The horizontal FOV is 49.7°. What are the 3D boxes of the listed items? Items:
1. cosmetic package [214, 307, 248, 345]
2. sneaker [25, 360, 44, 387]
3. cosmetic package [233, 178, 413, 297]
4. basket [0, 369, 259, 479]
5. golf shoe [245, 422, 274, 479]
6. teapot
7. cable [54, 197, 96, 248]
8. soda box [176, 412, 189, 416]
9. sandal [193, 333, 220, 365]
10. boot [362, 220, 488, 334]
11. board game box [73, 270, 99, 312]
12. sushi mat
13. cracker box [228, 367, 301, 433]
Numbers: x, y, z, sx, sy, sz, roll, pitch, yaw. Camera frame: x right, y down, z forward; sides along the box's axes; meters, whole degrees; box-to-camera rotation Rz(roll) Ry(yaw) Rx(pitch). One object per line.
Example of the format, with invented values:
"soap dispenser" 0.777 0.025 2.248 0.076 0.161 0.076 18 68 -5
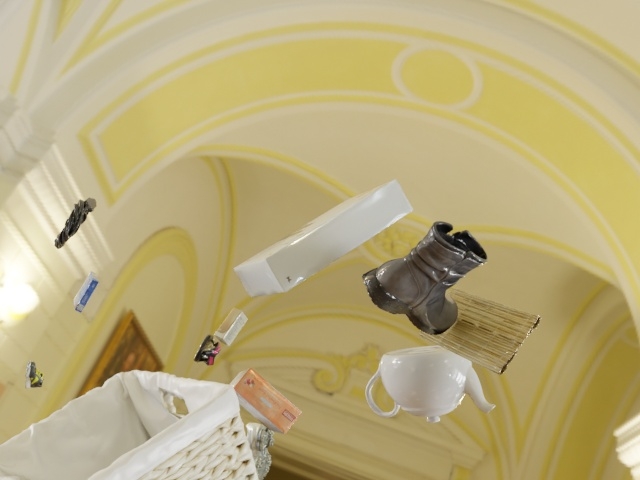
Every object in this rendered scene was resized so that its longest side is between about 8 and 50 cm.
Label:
"cosmetic package" -0.299 0.289 2.319 0.041 0.115 0.060 20 -27 30
"sneaker" -0.579 0.271 1.404 0.035 0.031 0.083 7 -42 -18
"cosmetic package" 0.000 0.000 1.670 0.097 0.377 0.284 61 -22 -7
"basket" -0.307 0.399 1.097 0.328 0.331 0.266 -4 -72 45
"golf shoe" -0.179 0.577 1.874 0.086 0.176 0.069 15 7 32
"teapot" 0.272 0.374 1.782 0.252 0.187 0.256 -5 -4 -17
"cable" -0.661 -0.045 1.835 0.047 0.150 0.184 38 11 -15
"soda box" -0.363 0.538 1.783 0.058 0.181 0.061 8 -50 -21
"sandal" -0.244 0.252 1.553 0.040 0.067 0.179 29 -12 8
"boot" 0.265 0.087 1.462 0.222 0.118 0.338 -36 -32 23
"board game box" -0.596 0.130 1.759 0.020 0.090 0.090 31 -2 -23
"sushi mat" 0.349 0.196 1.558 0.019 0.151 0.316 45 -11 -23
"cracker box" -0.140 0.377 1.627 0.155 0.067 0.232 42 -17 -1
